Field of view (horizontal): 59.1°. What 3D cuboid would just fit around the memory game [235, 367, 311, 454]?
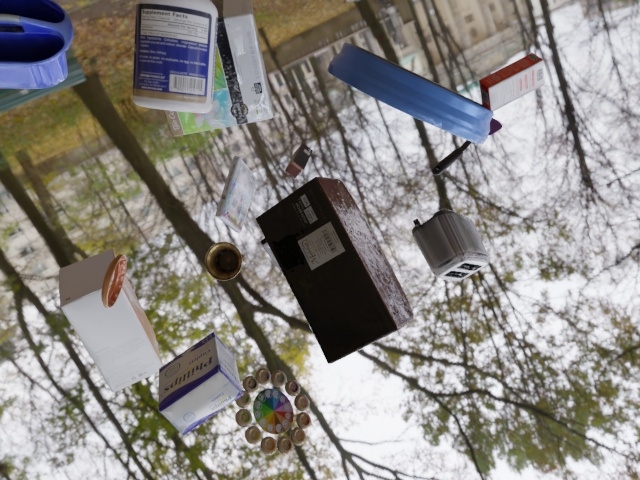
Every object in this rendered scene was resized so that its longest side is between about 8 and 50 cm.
[{"bbox_3d":[-0.097,0.359,1.190,0.012,0.186,0.186,-45,180,41],"label":"memory game"}]

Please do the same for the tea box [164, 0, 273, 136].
[{"bbox_3d":[-0.334,-0.533,1.717,0.323,0.329,0.220,-11,-141,0],"label":"tea box"}]

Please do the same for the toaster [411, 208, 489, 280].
[{"bbox_3d":[0.334,0.014,1.448,0.129,0.147,0.226,-36,152,28],"label":"toaster"}]

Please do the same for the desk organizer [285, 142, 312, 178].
[{"bbox_3d":[-0.071,-0.263,1.853,0.050,0.047,0.130,-43,-163,36],"label":"desk organizer"}]

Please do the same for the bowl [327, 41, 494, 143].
[{"bbox_3d":[0.205,-0.335,1.263,0.391,0.390,0.077,-81,-165,-70],"label":"bowl"}]

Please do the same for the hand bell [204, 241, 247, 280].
[{"bbox_3d":[-0.296,0.066,1.936,0.126,0.126,0.242,-23,177,8],"label":"hand bell"}]

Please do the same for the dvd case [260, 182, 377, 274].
[{"bbox_3d":[0.000,0.000,1.342,0.238,0.179,0.029,-37,-151,-7],"label":"dvd case"}]

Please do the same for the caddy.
[{"bbox_3d":[-0.869,-0.570,1.582,0.340,0.242,0.179,-4,162,-14],"label":"caddy"}]

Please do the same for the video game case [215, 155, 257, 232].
[{"bbox_3d":[-0.193,-0.103,1.312,0.019,0.143,0.157,14,170,11],"label":"video game case"}]

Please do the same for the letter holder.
[{"bbox_3d":[0.050,0.047,1.085,0.152,0.302,0.214,-32,169,25],"label":"letter holder"}]

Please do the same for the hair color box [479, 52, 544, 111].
[{"bbox_3d":[0.438,-0.361,1.292,0.141,0.072,0.043,-27,-135,-1],"label":"hair color box"}]

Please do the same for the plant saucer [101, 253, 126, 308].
[{"bbox_3d":[-0.314,0.061,0.856,0.013,0.084,0.083,15,-163,-5],"label":"plant saucer"}]

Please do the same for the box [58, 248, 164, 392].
[{"bbox_3d":[-0.622,0.238,1.686,0.168,0.346,0.215,-23,-146,-13],"label":"box"}]

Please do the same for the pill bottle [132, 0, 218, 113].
[{"bbox_3d":[-0.273,-0.383,1.073,0.153,0.265,0.153,7,-167,-2],"label":"pill bottle"}]

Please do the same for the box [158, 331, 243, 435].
[{"bbox_3d":[-0.217,0.251,1.008,0.126,0.072,0.137,-34,-155,-2],"label":"box"}]

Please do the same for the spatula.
[{"bbox_3d":[0.419,-0.277,1.629,0.084,0.030,0.296,37,-112,24],"label":"spatula"}]
